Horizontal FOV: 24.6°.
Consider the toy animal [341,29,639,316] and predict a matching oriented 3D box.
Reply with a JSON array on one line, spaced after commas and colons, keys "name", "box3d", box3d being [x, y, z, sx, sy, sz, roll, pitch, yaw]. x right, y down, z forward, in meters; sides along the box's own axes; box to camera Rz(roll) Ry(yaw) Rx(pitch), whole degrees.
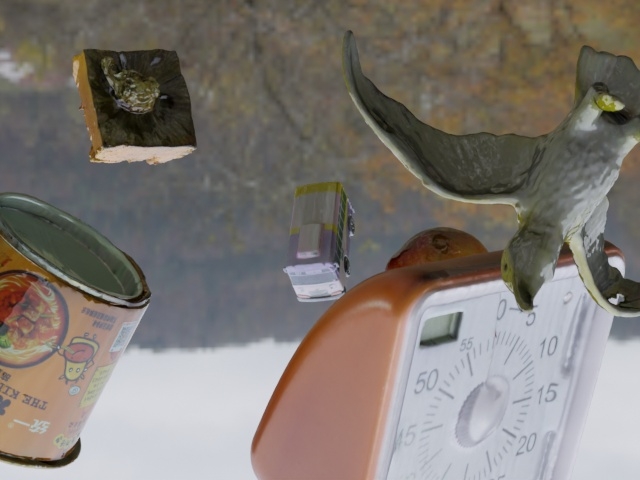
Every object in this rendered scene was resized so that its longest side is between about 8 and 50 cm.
[{"name": "toy animal", "box3d": [0.106, -0.030, 0.646, 0.219, 0.095, 0.155, 35, -159, -9]}]

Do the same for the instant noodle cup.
[{"name": "instant noodle cup", "box3d": [-0.262, 0.072, 1.294, 0.216, 0.172, 0.216, 33, -168, -8]}]

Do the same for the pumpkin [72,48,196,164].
[{"name": "pumpkin", "box3d": [-0.130, -0.097, 1.031, 0.074, 0.083, 0.054, -6, 162, -26]}]

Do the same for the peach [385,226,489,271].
[{"name": "peach", "box3d": [0.109, 0.031, 1.308, 0.101, 0.100, 0.101, 0, -176, 0]}]

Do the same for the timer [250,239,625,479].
[{"name": "timer", "box3d": [0.099, 0.109, 1.108, 0.257, 0.250, 0.161, -8, -138, -43]}]

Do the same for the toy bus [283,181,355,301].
[{"name": "toy bus", "box3d": [0.000, 0.000, 1.328, 0.052, 0.102, 0.058, -6, 141, 16]}]
